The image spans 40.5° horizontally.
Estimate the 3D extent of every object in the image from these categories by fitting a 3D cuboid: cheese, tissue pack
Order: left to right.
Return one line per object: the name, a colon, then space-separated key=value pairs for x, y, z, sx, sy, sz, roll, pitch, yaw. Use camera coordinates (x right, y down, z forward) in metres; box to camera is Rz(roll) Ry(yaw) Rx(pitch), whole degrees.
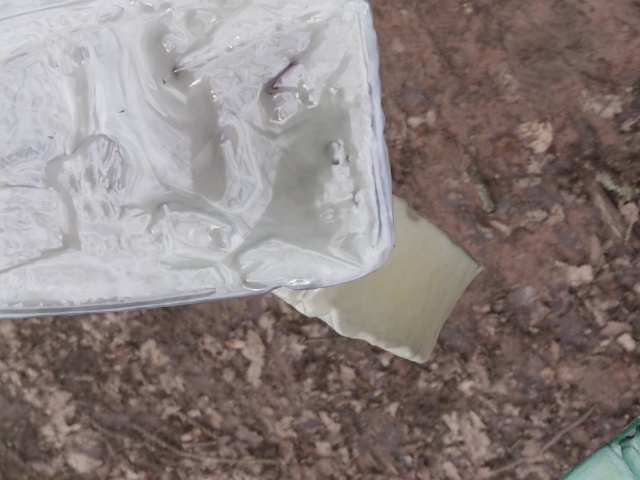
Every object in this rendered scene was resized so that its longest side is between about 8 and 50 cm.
tissue pack: x=-0.105 y=-0.111 z=0.476 sx=0.338 sy=0.242 sz=0.160 roll=-103 pitch=6 yaw=-58
cheese: x=0.003 y=-0.002 z=0.972 sx=0.292 sy=0.332 sz=0.153 roll=28 pitch=89 yaw=48

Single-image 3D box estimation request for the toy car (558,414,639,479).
toy car: x=0.406 y=0.223 z=0.940 sx=0.321 sy=0.097 sz=0.141 roll=-47 pitch=66 yaw=22
